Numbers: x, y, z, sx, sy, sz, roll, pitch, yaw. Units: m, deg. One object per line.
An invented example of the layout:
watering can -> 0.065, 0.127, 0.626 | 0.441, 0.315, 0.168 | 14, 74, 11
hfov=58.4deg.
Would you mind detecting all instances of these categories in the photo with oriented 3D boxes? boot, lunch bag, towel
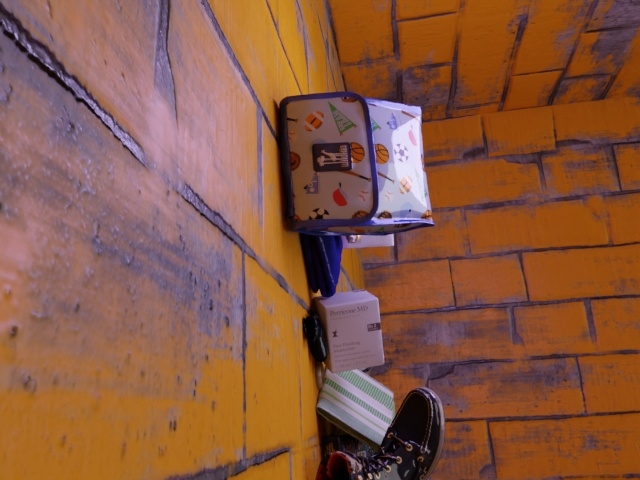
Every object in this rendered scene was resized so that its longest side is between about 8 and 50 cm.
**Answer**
boot -> -0.014, 0.247, 1.449 | 0.099, 0.045, 0.121 | 63, 16, -75
boot -> 0.142, 0.530, 1.374 | 0.284, 0.138, 0.377 | 20, 93, -44
lunch bag -> 0.079, -0.177, 1.411 | 0.239, 0.385, 0.328 | -15, -103, 53
towel -> 0.000, 0.000, 1.644 | 0.308, 0.076, 0.227 | -77, 154, -64
towel -> 0.107, 0.466, 1.654 | 0.038, 0.248, 0.325 | -55, -177, 17

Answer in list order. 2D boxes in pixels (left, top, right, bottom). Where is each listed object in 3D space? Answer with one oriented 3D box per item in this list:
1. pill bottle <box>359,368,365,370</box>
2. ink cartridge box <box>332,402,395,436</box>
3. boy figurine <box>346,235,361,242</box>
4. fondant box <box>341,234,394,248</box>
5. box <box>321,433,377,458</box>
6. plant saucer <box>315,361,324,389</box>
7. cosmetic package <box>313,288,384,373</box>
pill bottle -> 0.146, 0.453, 2.211 | 0.186, 0.112, 0.112 | 62, 24, -70
ink cartridge box -> 0.144, 0.677, 1.763 | 0.207, 0.119, 0.353 | 23, 57, -48
boy figurine -> 0.080, -0.078, 1.691 | 0.285, 0.092, 0.177 | 15, 64, -79
fondant box -> 0.132, -0.074, 1.997 | 0.330, 0.238, 0.096 | -73, 159, -69
box -> 0.133, 0.682, 1.584 | 0.293, 0.073, 0.295 | 13, 65, -49
plant saucer -> 0.000, 0.367, 1.573 | 0.083, 0.015, 0.083 | -5, 90, -82
cosmetic package -> 0.075, 0.243, 1.567 | 0.151, 0.151, 0.183 | -155, -122, -77
